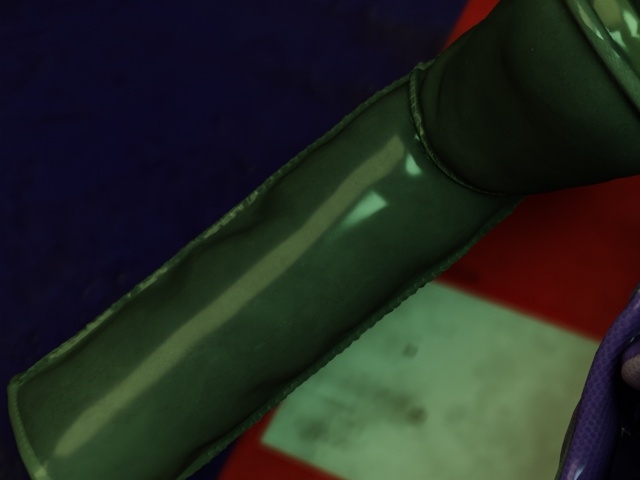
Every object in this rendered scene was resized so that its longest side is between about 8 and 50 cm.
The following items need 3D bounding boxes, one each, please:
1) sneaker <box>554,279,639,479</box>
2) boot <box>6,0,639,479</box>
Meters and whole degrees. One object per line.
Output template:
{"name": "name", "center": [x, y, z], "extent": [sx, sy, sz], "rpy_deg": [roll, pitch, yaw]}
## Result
{"name": "sneaker", "center": [0.119, 0.025, 0.498], "extent": [0.095, 0.104, 0.236], "rpy_deg": [13, 71, 36]}
{"name": "boot", "center": [0.001, 0.002, 0.539], "extent": [0.208, 0.189, 0.076], "rpy_deg": [-31, 87, 2]}
